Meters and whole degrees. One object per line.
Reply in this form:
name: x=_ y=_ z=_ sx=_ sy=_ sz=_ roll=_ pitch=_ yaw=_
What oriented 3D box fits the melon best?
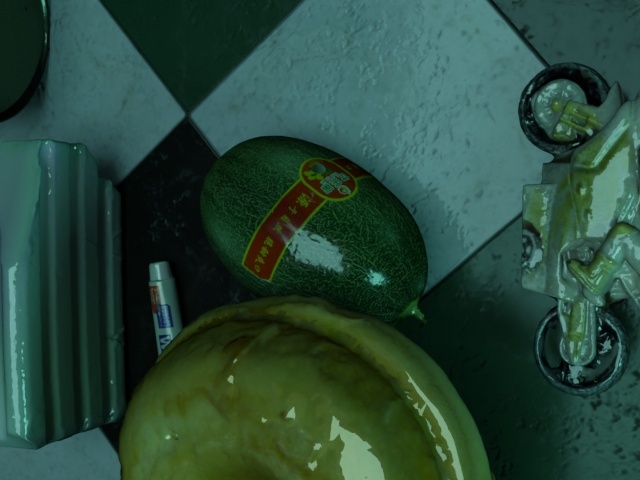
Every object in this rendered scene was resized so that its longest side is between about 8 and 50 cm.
melon: x=0.000 y=0.000 z=1.049 sx=0.288 sy=0.182 sz=0.182 roll=35 pitch=103 yaw=16

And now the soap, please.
soap: x=-0.331 y=0.058 z=1.165 sx=0.115 sy=0.208 sz=0.347 roll=0 pitch=92 yaw=21

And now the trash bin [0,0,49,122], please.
trash bin: x=-0.590 y=-0.273 z=1.226 sx=0.432 sy=0.280 sz=0.280 roll=4 pitch=93 yaw=18

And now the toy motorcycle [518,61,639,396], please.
toy motorcycle: x=0.305 y=-0.015 z=0.969 sx=0.223 sy=0.108 sz=0.340 roll=-2 pitch=84 yaw=27

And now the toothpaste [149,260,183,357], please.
toothpaste: x=-0.180 y=0.134 z=1.206 sx=0.052 sy=0.033 sz=0.218 roll=-7 pitch=94 yaw=25

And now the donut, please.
donut: x=-0.020 y=0.270 z=0.940 sx=0.449 sy=0.198 sz=0.449 roll=2 pitch=94 yaw=34
